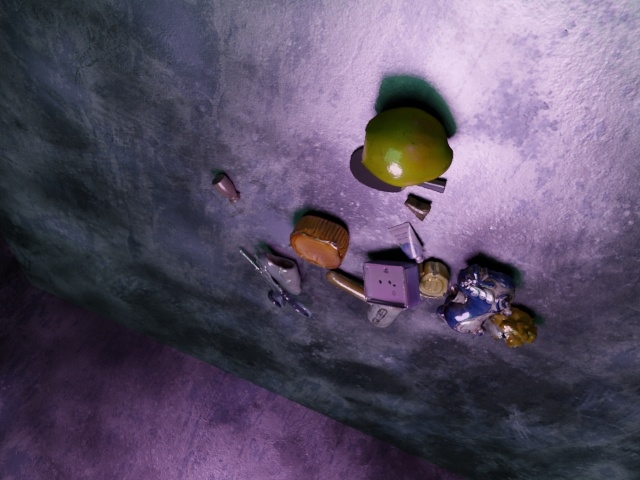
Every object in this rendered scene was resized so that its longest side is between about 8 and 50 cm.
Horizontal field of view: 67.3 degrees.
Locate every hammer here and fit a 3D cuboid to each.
[{"bbox_3d":[0.155,0.196,1.764,0.305,0.113,0.202,28,141,4],"label":"hammer"}]

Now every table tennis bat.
[{"bbox_3d":[0.209,-0.182,1.322,0.274,0.021,0.154,18,144,13],"label":"table tennis bat"}]

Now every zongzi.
[{"bbox_3d":[0.274,-0.090,1.393,0.076,0.040,0.083,29,162,6],"label":"zongzi"}]

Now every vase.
[{"bbox_3d":[-0.313,-0.171,1.606,0.053,0.053,0.101,-4,140,34],"label":"vase"}]

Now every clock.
[{"bbox_3d":[0.230,0.142,1.574,0.193,0.073,0.145,4,101,53],"label":"clock"}]

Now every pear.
[{"bbox_3d":[0.209,-0.223,1.147,0.219,0.188,0.187,6,142,3],"label":"pear"}]

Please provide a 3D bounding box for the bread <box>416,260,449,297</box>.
[{"bbox_3d":[0.364,0.125,1.581,0.117,0.064,0.156,10,141,13],"label":"bread"}]

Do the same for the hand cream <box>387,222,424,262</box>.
[{"bbox_3d":[0.277,0.011,1.505,0.084,0.053,0.142,-19,116,44],"label":"hand cream"}]

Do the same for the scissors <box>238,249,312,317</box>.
[{"bbox_3d":[-0.201,0.175,1.959,0.256,0.029,0.383,9,143,47],"label":"scissors"}]

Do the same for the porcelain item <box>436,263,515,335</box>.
[{"bbox_3d":[0.479,0.188,1.522,0.186,0.138,0.288,23,142,-9],"label":"porcelain item"}]

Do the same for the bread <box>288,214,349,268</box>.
[{"bbox_3d":[0.000,0.000,1.600,0.199,0.104,0.199,19,148,13],"label":"bread"}]

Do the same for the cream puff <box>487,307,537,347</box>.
[{"bbox_3d":[0.635,0.281,1.588,0.156,0.156,0.121,-7,92,36],"label":"cream puff"}]

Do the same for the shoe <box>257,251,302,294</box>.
[{"bbox_3d":[-0.133,0.113,1.835,0.100,0.103,0.251,-37,132,12],"label":"shoe"}]
